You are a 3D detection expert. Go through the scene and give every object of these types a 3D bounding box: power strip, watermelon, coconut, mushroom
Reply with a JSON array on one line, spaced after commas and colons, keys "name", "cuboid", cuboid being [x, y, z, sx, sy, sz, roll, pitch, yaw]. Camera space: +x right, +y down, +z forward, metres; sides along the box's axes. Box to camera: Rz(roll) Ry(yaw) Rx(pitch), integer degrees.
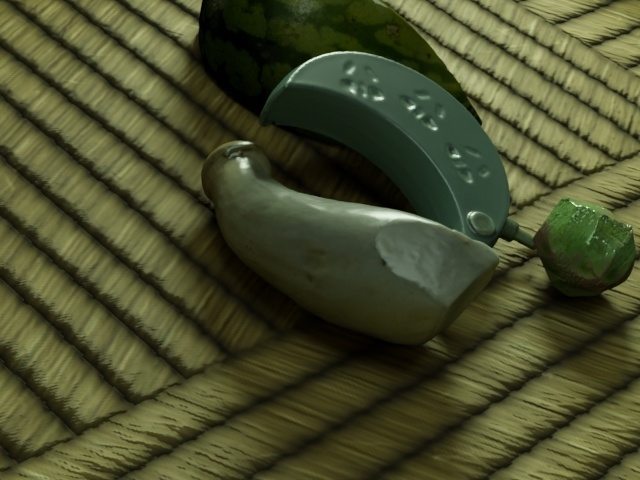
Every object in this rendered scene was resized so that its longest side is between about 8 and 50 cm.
[{"name": "power strip", "cuboid": [0.079, -0.066, 1.359, 0.253, 0.054, 0.167, 41, 45, 5]}, {"name": "watermelon", "cuboid": [-0.011, -0.160, 1.488, 0.303, 0.159, 0.128, 27, 77, 19]}, {"name": "coconut", "cuboid": [0.222, 0.009, 1.340, 0.083, 0.081, 0.082, 31, 2, -14]}, {"name": "mushroom", "cuboid": [0.000, 0.000, 1.265, 0.270, 0.103, 0.118, 27, 40, 26]}]
